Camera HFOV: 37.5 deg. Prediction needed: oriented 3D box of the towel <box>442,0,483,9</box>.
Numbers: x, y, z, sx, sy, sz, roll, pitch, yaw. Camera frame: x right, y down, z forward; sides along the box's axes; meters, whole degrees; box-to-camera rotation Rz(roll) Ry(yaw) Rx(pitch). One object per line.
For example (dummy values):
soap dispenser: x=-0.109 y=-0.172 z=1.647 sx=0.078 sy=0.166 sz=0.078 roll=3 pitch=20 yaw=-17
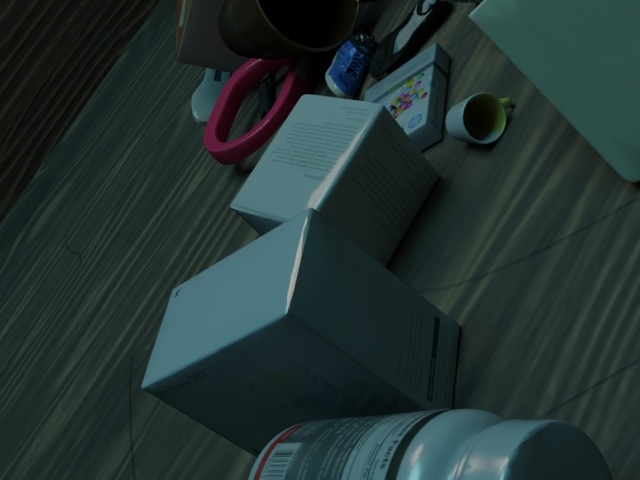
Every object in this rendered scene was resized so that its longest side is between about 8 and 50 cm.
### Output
towel: x=0.291 y=-0.432 z=1.214 sx=0.235 sy=0.121 sz=0.284 roll=12 pitch=91 yaw=53

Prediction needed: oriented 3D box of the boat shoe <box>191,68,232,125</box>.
boat shoe: x=-0.229 y=-0.318 z=2.045 sx=0.070 sy=0.077 sz=0.219 roll=105 pitch=177 yaw=-52

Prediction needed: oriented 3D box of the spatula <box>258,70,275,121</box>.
spatula: x=-0.108 y=-0.315 z=1.880 sx=0.084 sy=0.030 sz=0.296 roll=-39 pitch=29 yaw=25

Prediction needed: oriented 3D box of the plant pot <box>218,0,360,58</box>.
plant pot: x=-0.083 y=-0.409 z=1.680 sx=0.230 sy=0.215 sz=0.215 roll=-13 pitch=45 yaw=55

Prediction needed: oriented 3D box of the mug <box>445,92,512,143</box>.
mug: x=0.194 y=-0.148 z=1.169 sx=0.064 sy=0.078 sz=0.062 roll=-178 pitch=90 yaw=-69

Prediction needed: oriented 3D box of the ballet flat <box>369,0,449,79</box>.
ballet flat: x=0.142 y=-0.320 z=1.490 sx=0.173 sy=0.049 sz=0.057 roll=-48 pitch=53 yaw=17

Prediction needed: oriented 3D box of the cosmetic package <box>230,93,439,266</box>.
cosmetic package: x=0.020 y=-0.061 z=1.181 sx=0.151 sy=0.151 sz=0.184 roll=17 pitch=68 yaw=46

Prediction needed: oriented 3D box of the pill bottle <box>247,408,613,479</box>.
pill bottle: x=0.080 y=0.217 z=0.750 sx=0.283 sy=0.161 sz=0.161 roll=-16 pitch=42 yaw=49

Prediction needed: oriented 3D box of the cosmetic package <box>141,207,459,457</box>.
cosmetic package: x=-0.018 y=0.117 z=0.962 sx=0.224 sy=0.224 sz=0.138 roll=-30 pitch=33 yaw=38

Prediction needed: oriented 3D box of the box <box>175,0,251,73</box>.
box: x=-0.171 y=-0.534 z=1.856 sx=0.215 sy=0.168 sz=0.345 roll=-98 pitch=23 yaw=-44

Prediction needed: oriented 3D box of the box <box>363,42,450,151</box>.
box: x=0.114 y=-0.181 z=1.345 sx=0.145 sy=0.038 sz=0.186 roll=-30 pitch=34 yaw=37

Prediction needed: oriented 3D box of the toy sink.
toy sink: x=0.286 y=-0.194 z=0.950 sx=0.153 sy=0.234 sz=0.131 roll=-45 pitch=-3 yaw=16

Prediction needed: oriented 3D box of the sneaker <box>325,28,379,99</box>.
sneaker: x=0.057 y=-0.297 z=1.560 sx=0.084 sy=0.058 sz=0.152 roll=-45 pitch=19 yaw=33

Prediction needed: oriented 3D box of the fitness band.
fitness band: x=-0.112 y=-0.257 z=1.749 sx=0.209 sy=0.054 sz=0.291 roll=-16 pitch=41 yaw=35
